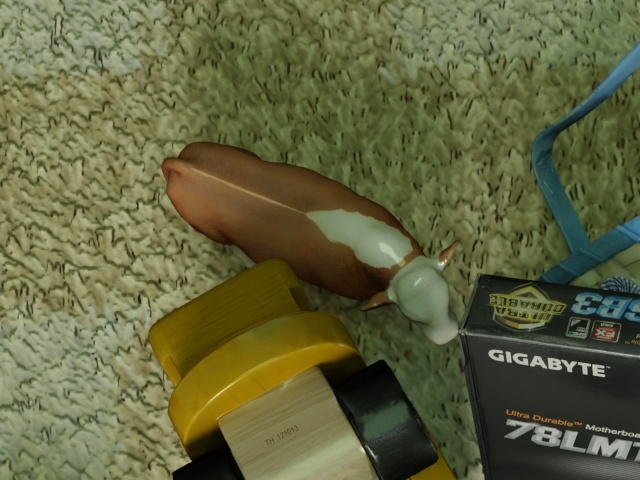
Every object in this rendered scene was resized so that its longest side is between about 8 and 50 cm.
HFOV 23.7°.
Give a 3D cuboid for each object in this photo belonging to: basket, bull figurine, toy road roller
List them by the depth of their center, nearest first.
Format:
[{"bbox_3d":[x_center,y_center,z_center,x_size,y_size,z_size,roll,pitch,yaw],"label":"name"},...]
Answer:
[{"bbox_3d":[-0.020,0.168,1.313,0.202,0.329,0.241,-28,57,-3],"label":"toy road roller"},{"bbox_3d":[0.297,-0.009,1.342,0.201,0.255,0.289,-10,72,-22],"label":"basket"},{"bbox_3d":[0.000,0.000,1.401,0.310,0.188,0.101,28,80,11],"label":"bull figurine"}]

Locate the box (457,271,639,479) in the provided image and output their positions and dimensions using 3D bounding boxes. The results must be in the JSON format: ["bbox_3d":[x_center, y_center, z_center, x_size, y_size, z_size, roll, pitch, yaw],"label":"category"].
[{"bbox_3d":[0.276,0.159,1.260,0.295,0.293,0.073,7,53,19],"label":"box"}]
